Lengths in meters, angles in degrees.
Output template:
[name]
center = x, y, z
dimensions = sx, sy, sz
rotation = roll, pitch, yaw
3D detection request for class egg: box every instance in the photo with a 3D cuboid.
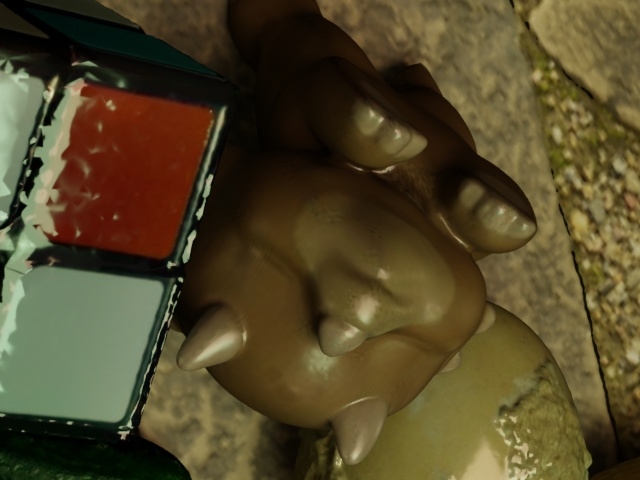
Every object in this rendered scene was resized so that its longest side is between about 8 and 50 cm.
[egg]
center = 0.066, 0.128, 1.111
dimensions = 0.164, 0.164, 0.201
rotation = -1, 108, -30

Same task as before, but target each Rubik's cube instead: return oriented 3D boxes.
[Rubik's cube]
center = -0.168, -0.027, 0.909
dimensions = 0.180, 0.167, 0.183
rotation = 12, 104, -34

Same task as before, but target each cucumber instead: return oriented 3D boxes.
[cucumber]
center = -0.181, 0.097, 1.020
dimensions = 0.284, 0.056, 0.056
rotation = 23, 97, -34

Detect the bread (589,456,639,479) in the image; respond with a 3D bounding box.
[bread]
center = 0.225, 0.236, 1.264
dimensions = 0.244, 0.134, 0.244
rotation = -10, 114, -23

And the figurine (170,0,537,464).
[figurine]
center = -0.002, 0.000, 0.986
dimensions = 0.177, 0.247, 0.173
rotation = 29, 105, -33
